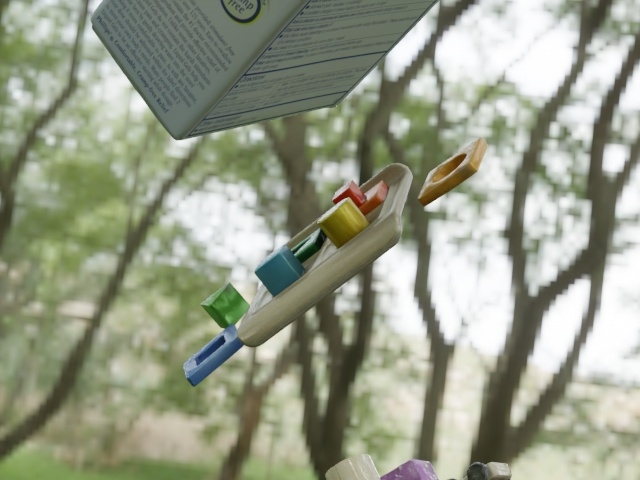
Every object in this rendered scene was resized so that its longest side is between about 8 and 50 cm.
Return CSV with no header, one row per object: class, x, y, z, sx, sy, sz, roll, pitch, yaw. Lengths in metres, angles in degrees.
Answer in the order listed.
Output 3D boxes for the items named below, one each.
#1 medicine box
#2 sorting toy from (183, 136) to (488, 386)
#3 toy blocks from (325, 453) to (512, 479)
medicine box,-0.013,-0.246,1.653,0.289,0.149,0.263,-46,-15,31
sorting toy,0.000,0.000,1.671,0.347,0.047,0.196,-37,12,14
toy blocks,0.056,0.366,1.628,0.288,0.260,0.309,-36,-23,21
